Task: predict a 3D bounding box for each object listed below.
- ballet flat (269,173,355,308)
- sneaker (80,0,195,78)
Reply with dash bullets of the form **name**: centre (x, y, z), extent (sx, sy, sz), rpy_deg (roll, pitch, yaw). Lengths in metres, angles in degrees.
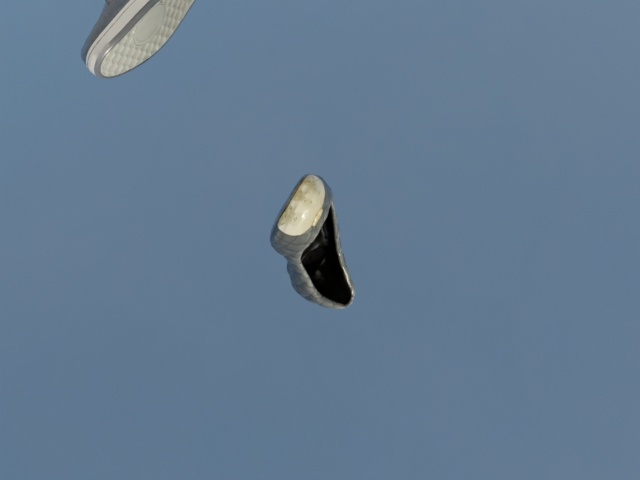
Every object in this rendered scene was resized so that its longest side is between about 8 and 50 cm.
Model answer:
- **ballet flat**: centre (0.000, 0.000, 1.166), extent (0.049, 0.173, 0.057), rpy_deg (33, -103, 15)
- **sneaker**: centre (-0.190, -0.264, 1.600), extent (0.163, 0.086, 0.226), rpy_deg (31, -112, 12)
